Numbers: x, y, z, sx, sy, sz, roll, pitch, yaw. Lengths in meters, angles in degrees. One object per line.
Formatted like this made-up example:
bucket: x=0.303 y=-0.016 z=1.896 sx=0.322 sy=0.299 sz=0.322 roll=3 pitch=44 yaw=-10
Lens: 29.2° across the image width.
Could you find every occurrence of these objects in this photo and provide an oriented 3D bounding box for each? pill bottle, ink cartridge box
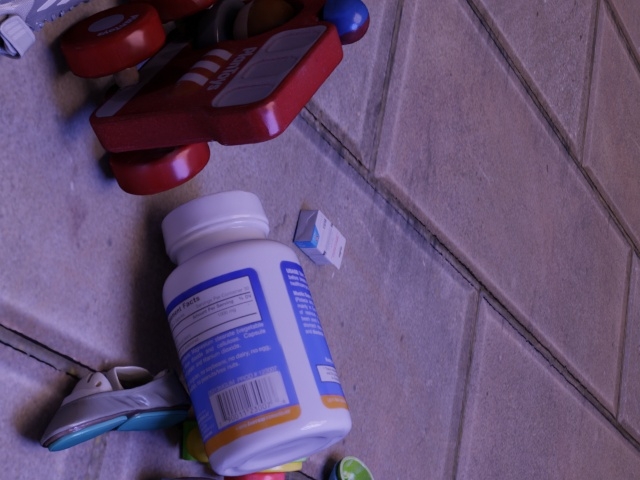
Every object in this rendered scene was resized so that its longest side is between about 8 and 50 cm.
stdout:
pill bottle: x=-0.077 y=0.092 z=1.274 sx=0.152 sy=0.152 sz=0.272 roll=17 pitch=50 yaw=-59
ink cartridge box: x=0.000 y=0.000 z=1.596 sx=0.083 sy=0.028 sz=0.048 roll=46 pitch=50 yaw=-50

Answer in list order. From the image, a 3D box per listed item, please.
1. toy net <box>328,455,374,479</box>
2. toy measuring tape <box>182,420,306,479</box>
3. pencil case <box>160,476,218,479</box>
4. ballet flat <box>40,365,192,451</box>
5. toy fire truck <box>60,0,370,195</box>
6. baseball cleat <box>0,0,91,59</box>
toy net: x=0.072 y=0.398 z=1.597 sx=0.232 sy=0.045 sz=0.122 roll=54 pitch=28 yaw=1
toy measuring tape: x=-0.040 y=0.231 z=1.431 sx=0.330 sy=0.121 sz=0.121 roll=12 pitch=78 yaw=-60
pencil case: x=-0.133 y=0.380 z=1.260 sx=0.124 sy=0.113 sz=0.273 roll=70 pitch=27 yaw=-73
ballet flat: x=-0.207 y=0.159 z=1.202 sx=0.213 sy=0.072 sz=0.068 roll=1 pitch=61 yaw=-61
toy fire truck: x=-0.087 y=-0.175 z=1.220 sx=0.302 sy=0.254 sz=0.169 roll=-53 pitch=134 yaw=-47
baseball cleat: x=-0.259 y=-0.220 z=1.124 sx=0.206 sy=0.072 sz=0.109 roll=-8 pitch=109 yaw=-56
